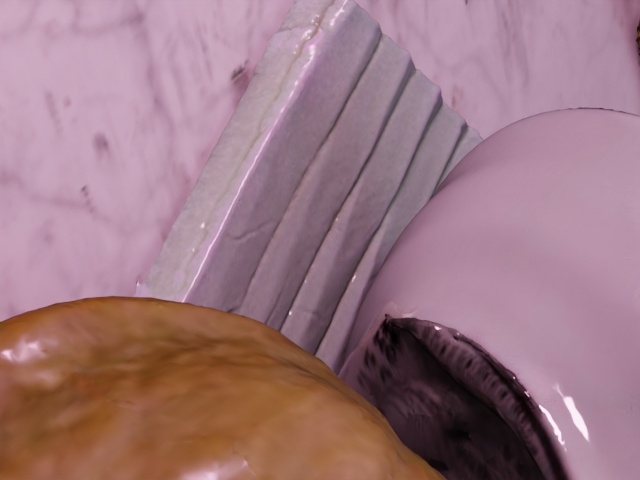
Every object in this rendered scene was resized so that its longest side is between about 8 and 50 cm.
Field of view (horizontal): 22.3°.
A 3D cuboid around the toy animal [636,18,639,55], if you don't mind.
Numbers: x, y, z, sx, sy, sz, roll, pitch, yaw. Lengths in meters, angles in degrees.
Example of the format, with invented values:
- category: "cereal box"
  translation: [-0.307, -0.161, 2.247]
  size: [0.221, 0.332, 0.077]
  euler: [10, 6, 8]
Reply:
- category: "toy animal"
  translation: [0.261, -0.151, 1.054]
  size: [0.181, 0.073, 0.136]
  euler: [-42, 124, -36]

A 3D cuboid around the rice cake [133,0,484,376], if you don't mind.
- category: "rice cake"
  translation: [0.000, 0.000, 0.762]
  size: [0.189, 0.037, 0.198]
  euler: [38, 70, -52]

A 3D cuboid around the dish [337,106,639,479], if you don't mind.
- category: "dish"
  translation: [0.082, 0.108, 0.648]
  size: [0.106, 0.316, 0.316]
  euler: [-11, 110, -33]

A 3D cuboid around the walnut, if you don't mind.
- category: "walnut"
  translation: [-0.072, 0.155, 0.550]
  size: [0.283, 0.227, 0.283]
  euler: [3, 82, -19]
